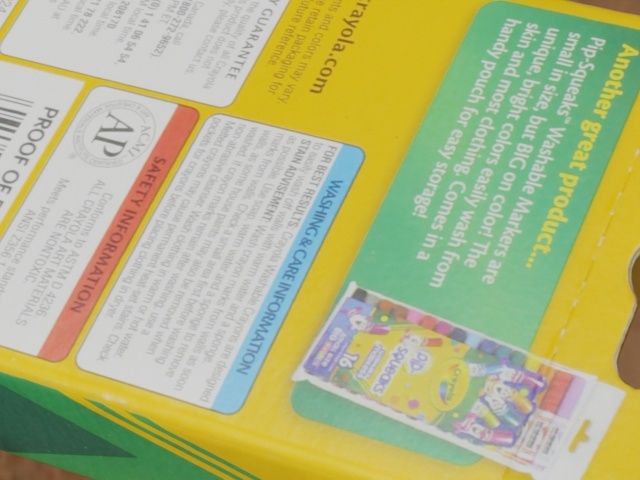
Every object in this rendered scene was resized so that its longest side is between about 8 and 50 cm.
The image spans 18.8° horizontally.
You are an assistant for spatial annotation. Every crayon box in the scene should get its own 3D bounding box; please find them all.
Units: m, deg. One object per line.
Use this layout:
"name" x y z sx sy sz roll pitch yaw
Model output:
"crayon box" 0.000 0.000 0.693 0.203 0.323 0.083 -63 -25 -27
